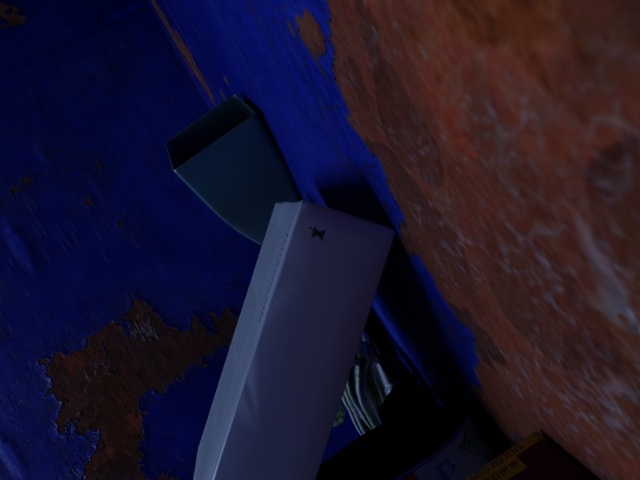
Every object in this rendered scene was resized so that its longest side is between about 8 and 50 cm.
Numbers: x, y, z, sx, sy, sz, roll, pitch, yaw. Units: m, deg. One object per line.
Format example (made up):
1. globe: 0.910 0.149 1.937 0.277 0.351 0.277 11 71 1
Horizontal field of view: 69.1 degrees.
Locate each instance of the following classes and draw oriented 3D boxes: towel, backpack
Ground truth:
1. towel: 0.031 0.189 0.976 0.374 0.090 0.320 -116 6 -49
2. backpack: 0.085 0.292 0.504 0.213 0.277 0.263 51 164 19

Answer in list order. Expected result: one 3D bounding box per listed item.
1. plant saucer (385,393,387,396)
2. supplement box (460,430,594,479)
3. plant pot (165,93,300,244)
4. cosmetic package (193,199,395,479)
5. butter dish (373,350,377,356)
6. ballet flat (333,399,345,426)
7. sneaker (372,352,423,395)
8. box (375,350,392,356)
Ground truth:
1. plant saucer: 0.177 0.407 1.289 0.194 0.038 0.195 58 173 11
2. supplement box: 0.145 0.205 0.241 0.080 0.104 0.188 62 173 -15
3. plant pot: -0.147 -0.118 0.883 0.234 0.166 0.165 56 178 -35
4. cosmetic package: -0.055 0.145 0.528 0.098 0.376 0.284 17 -178 -8
5. butter dish: 0.090 0.300 1.173 0.159 0.118 0.160 55 -143 -27
6. ballet flat: -0.001 0.289 0.964 0.188 0.070 0.070 60 176 39
7. sneaker: 0.118 0.300 0.718 0.086 0.132 0.228 13 -142 -53
8. box: 0.155 0.302 0.957 0.145 0.038 0.186 60 173 14
